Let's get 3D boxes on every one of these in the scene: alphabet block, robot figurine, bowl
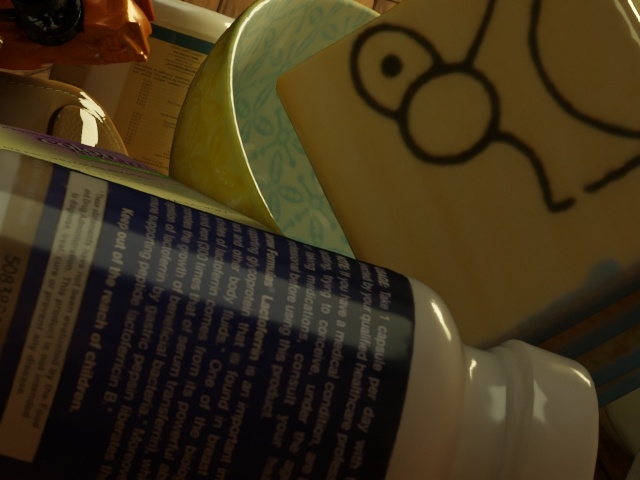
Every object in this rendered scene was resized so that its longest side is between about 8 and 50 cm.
[{"bbox_3d":[0.121,-0.027,1.071,0.197,0.192,0.193,66,13,22],"label":"alphabet block"},{"bbox_3d":[-0.266,-0.184,1.346,0.291,0.085,0.211,4,-26,7],"label":"robot figurine"},{"bbox_3d":[0.000,0.000,1.261,0.289,0.156,0.289,32,39,-30],"label":"bowl"}]

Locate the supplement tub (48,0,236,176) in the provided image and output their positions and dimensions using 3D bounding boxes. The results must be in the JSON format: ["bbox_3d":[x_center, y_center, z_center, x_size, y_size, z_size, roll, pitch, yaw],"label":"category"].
[{"bbox_3d":[-0.144,-0.091,1.525,0.144,0.200,0.144,18,5,-2],"label":"supplement tub"}]

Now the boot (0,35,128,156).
[{"bbox_3d":[-0.276,-0.054,1.397,0.220,0.109,0.283,-8,-30,29],"label":"boot"}]

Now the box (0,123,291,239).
[{"bbox_3d":[-0.142,0.020,1.048,0.213,0.117,0.243,12,11,-42],"label":"box"}]

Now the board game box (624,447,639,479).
[{"bbox_3d":[0.294,0.060,1.046,0.066,0.318,0.318,30,13,35],"label":"board game box"}]

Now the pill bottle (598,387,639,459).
[{"bbox_3d":[0.296,0.059,1.433,0.224,0.224,0.392,19,8,7],"label":"pill bottle"}]

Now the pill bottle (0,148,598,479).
[{"bbox_3d":[-0.034,0.071,0.799,0.264,0.153,0.153,17,7,-9],"label":"pill bottle"}]
